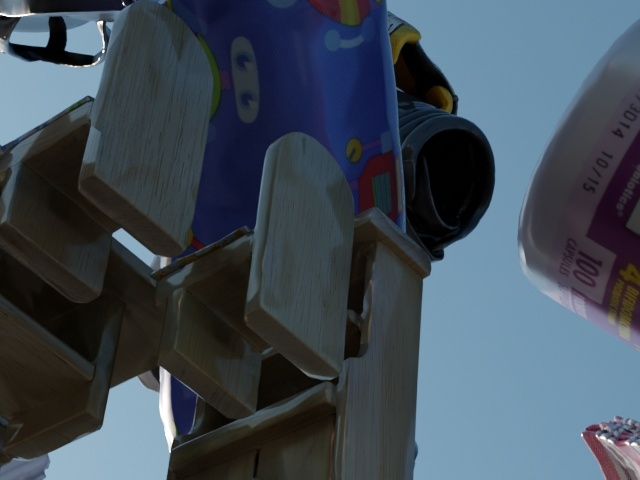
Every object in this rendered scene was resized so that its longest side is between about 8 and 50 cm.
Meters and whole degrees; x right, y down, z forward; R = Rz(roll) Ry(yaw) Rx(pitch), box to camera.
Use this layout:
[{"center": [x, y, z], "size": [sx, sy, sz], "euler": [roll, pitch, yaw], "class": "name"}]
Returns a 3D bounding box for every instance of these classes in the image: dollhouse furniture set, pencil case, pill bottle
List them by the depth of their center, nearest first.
[{"center": [-0.074, 0.021, 0.739], "size": [0.212, 0.161, 0.242], "euler": [-26, -51, 30], "class": "dollhouse furniture set"}, {"center": [-0.028, -0.022, 0.925], "size": [0.133, 0.119, 0.306], "euler": [1, -74, 21], "class": "pencil case"}, {"center": [0.261, 0.021, 0.946], "size": [0.301, 0.169, 0.169], "euler": [31, -48, 22], "class": "pill bottle"}]

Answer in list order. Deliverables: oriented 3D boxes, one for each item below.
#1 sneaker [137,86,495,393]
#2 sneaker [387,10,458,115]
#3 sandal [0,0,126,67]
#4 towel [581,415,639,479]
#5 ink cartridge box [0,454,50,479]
[{"center": [0.000, -0.001, 1.326], "size": [0.147, 0.296, 0.104], "euler": [13, -38, 55], "class": "sneaker"}, {"center": [0.061, -0.083, 1.490], "size": [0.093, 0.088, 0.225], "euler": [23, -29, 41], "class": "sneaker"}, {"center": [-0.152, -0.124, 1.098], "size": [0.254, 0.097, 0.054], "euler": [-161, -112, -75], "class": "sandal"}, {"center": [0.226, 0.192, 1.236], "size": [0.197, 0.029, 0.144], "euler": [-167, -122, -79], "class": "towel"}, {"center": [-0.230, 0.038, 0.936], "size": [0.092, 0.158, 0.217], "euler": [-19, -90, 21], "class": "ink cartridge box"}]
